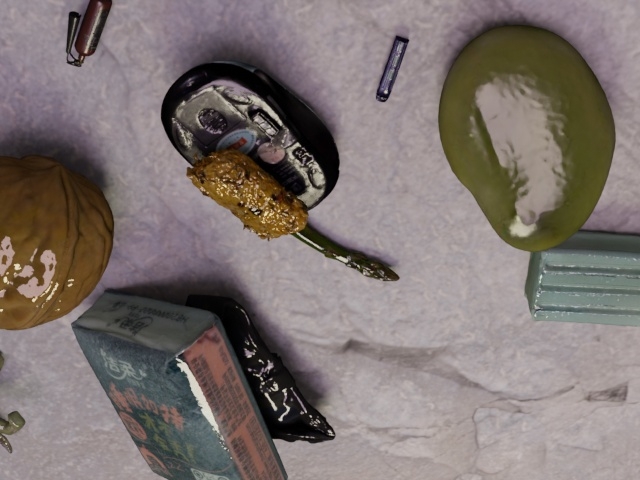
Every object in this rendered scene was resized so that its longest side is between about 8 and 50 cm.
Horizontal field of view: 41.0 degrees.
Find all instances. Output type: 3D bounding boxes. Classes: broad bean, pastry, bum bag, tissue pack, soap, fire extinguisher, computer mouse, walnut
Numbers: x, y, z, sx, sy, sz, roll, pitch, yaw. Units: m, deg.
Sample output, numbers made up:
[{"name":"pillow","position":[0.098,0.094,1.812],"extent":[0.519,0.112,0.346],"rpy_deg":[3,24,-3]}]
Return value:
[{"name":"broad bean","position":[0.236,-0.113,0.970],"extent":[0.189,0.121,0.263],"rpy_deg":[-16,119,13]},{"name":"pastry","position":[-0.080,-0.053,0.969],"extent":[0.080,0.056,0.140],"rpy_deg":[-16,139,33]},{"name":"bum bag","position":[-0.102,0.193,1.228],"extent":[0.137,0.074,0.310],"rpy_deg":[-20,115,34]},{"name":"tissue pack","position":[-0.192,0.227,1.191],"extent":[0.228,0.103,0.315],"rpy_deg":[8,131,35]},{"name":"soap","position":[0.370,0.050,1.101],"extent":[0.199,0.063,0.114],"rpy_deg":[4,122,2]},{"name":"fire extinguisher","position":[-0.271,-0.233,0.973],"extent":[0.032,0.046,0.100],"rpy_deg":[31,120,-1]},{"name":"computer mouse","position":[-0.079,-0.125,1.001],"extent":[0.137,0.096,0.233],"rpy_deg":[-24,130,29]},{"name":"walnut","position":[-0.365,-0.003,1.045],"extent":[0.228,0.228,0.228],"rpy_deg":[2,124,3]}]

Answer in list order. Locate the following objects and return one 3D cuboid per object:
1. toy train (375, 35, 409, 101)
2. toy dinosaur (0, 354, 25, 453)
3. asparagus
[{"name":"toy train","position":[0.082,-0.194,0.988],"extent":[0.017,0.017,0.083],"rpy_deg":[15,124,-4]},{"name":"toy dinosaur","position":[-0.555,0.214,1.281],"extent":[0.162,0.077,0.294],"rpy_deg":[-35,100,29]},{"name":"asparagus","position":[0.000,-0.001,1.118],"extent":[0.236,0.027,0.034],"rpy_deg":[31,131,-15]}]
